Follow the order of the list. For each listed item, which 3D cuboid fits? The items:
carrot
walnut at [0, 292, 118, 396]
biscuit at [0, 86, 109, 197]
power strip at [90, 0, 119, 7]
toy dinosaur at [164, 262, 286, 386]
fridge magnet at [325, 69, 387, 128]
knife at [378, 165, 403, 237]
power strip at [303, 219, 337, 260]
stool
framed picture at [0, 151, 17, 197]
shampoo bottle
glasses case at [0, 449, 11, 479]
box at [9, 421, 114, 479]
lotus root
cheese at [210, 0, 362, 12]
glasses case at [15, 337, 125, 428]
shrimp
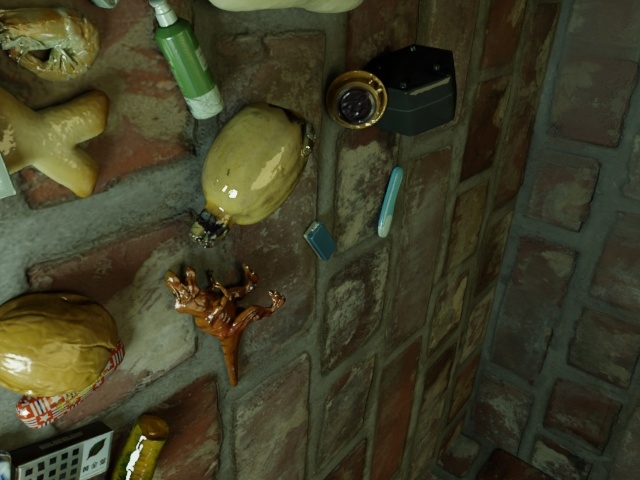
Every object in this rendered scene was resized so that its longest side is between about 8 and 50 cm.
[{"bbox_3d":[-0.368,0.447,1.093,0.082,0.082,0.173,19,96,-57],"label":"carrot"},{"bbox_3d":[-0.404,0.168,0.833,0.211,0.087,0.167,12,88,-47],"label":"walnut"},{"bbox_3d":[-0.394,-0.139,0.740,0.207,0.047,0.165,-4,114,-54],"label":"biscuit"},{"bbox_3d":[-0.335,-0.375,0.672,0.145,0.061,0.215,-62,146,-10],"label":"power strip"},{"bbox_3d":[-0.181,0.170,1.187,0.208,0.097,0.432,-39,136,-16],"label":"toy dinosaur"},{"bbox_3d":[0.083,-0.321,1.244,0.063,0.142,0.143,-86,172,-53],"label":"fridge magnet"},{"bbox_3d":[0.211,-0.117,1.639,0.064,0.031,0.222,4,102,-52],"label":"knife"},{"bbox_3d":[0.000,0.000,1.401,0.056,0.032,0.123,-57,145,-17],"label":"power strip"},{"bbox_3d":[0.225,-0.373,1.323,0.232,0.232,0.141,-47,141,-28],"label":"stool"},{"bbox_3d":[-0.489,-0.141,0.584,0.216,0.016,0.274,-22,128,-29],"label":"framed picture"},{"bbox_3d":[-0.222,-0.300,0.883,0.065,0.065,0.205,-50,143,-26],"label":"shampoo bottle"},{"bbox_3d":[-0.544,0.447,0.850,0.086,0.065,0.248,4,107,-44],"label":"glasses case"},{"bbox_3d":[-0.492,0.506,0.982,0.180,0.047,0.325,-3,112,-55],"label":"box"},{"bbox_3d":[-0.138,-0.118,1.011,0.310,0.182,0.183,-58,146,-10],"label":"lotus root"},{"bbox_3d":[-0.060,-0.483,0.941,0.329,0.129,0.351,-59,144,-18],"label":"cheese"},{"bbox_3d":[-0.419,0.244,0.928,0.194,0.049,0.073,-42,140,-33],"label":"glasses case"},{"bbox_3d":[-0.375,-0.261,0.713,0.180,0.041,0.099,-20,139,-50],"label":"shrimp"}]
